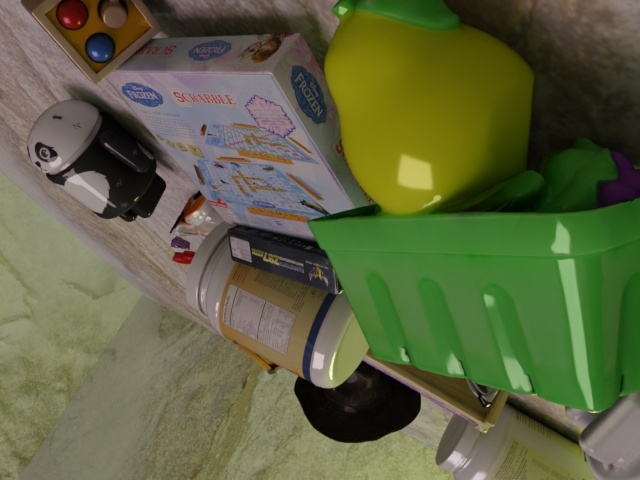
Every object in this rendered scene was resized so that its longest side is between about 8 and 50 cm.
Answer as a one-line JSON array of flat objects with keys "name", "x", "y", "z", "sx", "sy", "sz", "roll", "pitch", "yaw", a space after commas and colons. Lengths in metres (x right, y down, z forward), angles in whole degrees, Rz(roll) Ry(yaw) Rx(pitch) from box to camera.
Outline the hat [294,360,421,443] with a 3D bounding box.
[{"name": "hat", "x": 0.091, "y": 0.329, "z": 1.671, "sx": 0.331, "sy": 0.331, "sz": 0.134, "roll": 19, "pitch": 125, "yaw": 33}]

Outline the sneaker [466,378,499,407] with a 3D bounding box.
[{"name": "sneaker", "x": 0.352, "y": 0.260, "z": 1.254, "sx": 0.228, "sy": 0.132, "sz": 0.086, "roll": 26, "pitch": 162, "yaw": 16}]

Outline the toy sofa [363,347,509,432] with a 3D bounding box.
[{"name": "toy sofa", "x": 0.208, "y": 0.236, "z": 1.396, "sx": 0.362, "sy": 0.150, "sz": 0.177, "roll": 28, "pitch": 162, "yaw": 9}]

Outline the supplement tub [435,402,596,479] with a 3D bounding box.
[{"name": "supplement tub", "x": 0.466, "y": 0.534, "z": 1.644, "sx": 0.324, "sy": 0.235, "sz": 0.235, "roll": 30, "pitch": 163, "yaw": 4}]

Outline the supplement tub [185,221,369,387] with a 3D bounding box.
[{"name": "supplement tub", "x": -0.064, "y": 0.105, "z": 1.251, "sx": 0.316, "sy": 0.228, "sz": 0.228, "roll": 24, "pitch": 161, "yaw": 22}]

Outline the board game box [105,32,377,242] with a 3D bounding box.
[{"name": "board game box", "x": -0.085, "y": -0.121, "z": 0.891, "sx": 0.318, "sy": 0.066, "sz": 0.318, "roll": 13, "pitch": 150, "yaw": 39}]

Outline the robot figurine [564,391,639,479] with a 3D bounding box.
[{"name": "robot figurine", "x": 0.523, "y": 0.303, "z": 0.964, "sx": 0.353, "sy": 0.200, "sz": 0.300, "roll": 30, "pitch": -155, "yaw": -8}]

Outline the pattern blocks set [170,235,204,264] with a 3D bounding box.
[{"name": "pattern blocks set", "x": -0.169, "y": 0.038, "z": 1.522, "sx": 0.324, "sy": 0.026, "sz": 0.285, "roll": 12, "pitch": 163, "yaw": -8}]

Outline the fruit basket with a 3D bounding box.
[{"name": "fruit basket", "x": 0.151, "y": -0.059, "z": 0.637, "sx": 0.392, "sy": 0.282, "sz": 0.392, "roll": 29, "pitch": 126, "yaw": 51}]

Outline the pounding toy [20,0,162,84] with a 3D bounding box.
[{"name": "pounding toy", "x": -0.262, "y": -0.283, "z": 0.816, "sx": 0.100, "sy": 0.141, "sz": 0.130, "roll": 41, "pitch": 171, "yaw": 48}]

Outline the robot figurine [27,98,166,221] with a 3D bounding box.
[{"name": "robot figurine", "x": -0.444, "y": -0.151, "z": 1.367, "sx": 0.278, "sy": 0.209, "sz": 0.174, "roll": 44, "pitch": -166, "yaw": -36}]

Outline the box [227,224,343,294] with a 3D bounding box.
[{"name": "box", "x": 0.000, "y": 0.000, "z": 1.055, "sx": 0.232, "sy": 0.183, "sz": 0.059, "roll": 15, "pitch": 120, "yaw": 40}]

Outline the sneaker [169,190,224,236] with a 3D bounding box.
[{"name": "sneaker", "x": -0.247, "y": -0.036, "z": 1.503, "sx": 0.121, "sy": 0.099, "sz": 0.262, "roll": 32, "pitch": 164, "yaw": -16}]

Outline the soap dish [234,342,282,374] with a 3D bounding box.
[{"name": "soap dish", "x": -0.106, "y": 0.217, "z": 1.736, "sx": 0.291, "sy": 0.228, "sz": 0.118, "roll": 55, "pitch": -166, "yaw": -53}]
